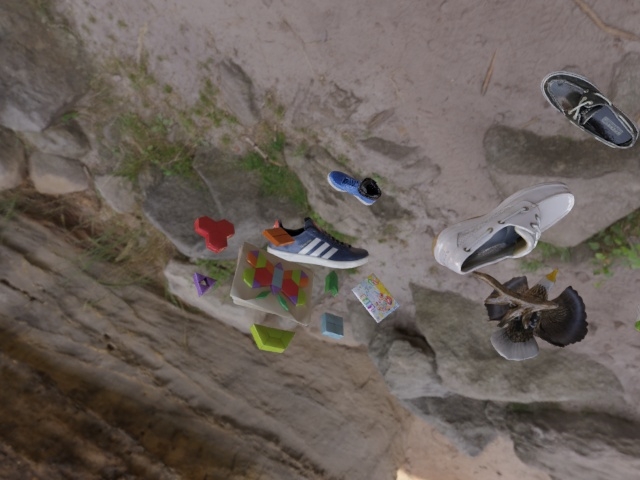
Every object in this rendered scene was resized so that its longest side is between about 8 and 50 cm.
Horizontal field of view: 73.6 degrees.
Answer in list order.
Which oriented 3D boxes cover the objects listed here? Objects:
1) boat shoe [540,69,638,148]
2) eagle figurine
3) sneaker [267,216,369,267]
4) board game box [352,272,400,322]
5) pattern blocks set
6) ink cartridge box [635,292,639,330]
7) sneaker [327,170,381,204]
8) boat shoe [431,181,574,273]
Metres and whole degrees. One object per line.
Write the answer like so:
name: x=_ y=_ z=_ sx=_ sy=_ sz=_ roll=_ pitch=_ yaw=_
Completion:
boat shoe: x=0.542 y=-0.267 z=0.864 sx=0.219 sy=0.070 sz=0.077 roll=42 pitch=131 yaw=12
eagle figurine: x=0.529 y=0.166 z=1.068 sx=0.225 sy=0.226 sz=0.298 roll=-29 pitch=153 yaw=23
sneaker: x=0.000 y=0.000 z=1.452 sx=0.351 sy=0.131 sz=0.147 roll=6 pitch=103 yaw=-6
board game box: x=0.204 y=0.211 z=1.582 sx=0.154 sy=0.103 sz=0.026 roll=51 pitch=-175 yaw=14
pattern blocks set: x=-0.093 y=0.084 z=0.860 sx=0.325 sy=0.285 sz=0.026 roll=13 pitch=140 yaw=-31
ink cartridge box: x=0.749 y=0.066 z=0.841 sx=0.097 sy=0.255 sz=0.188 roll=30 pitch=152 yaw=5
sneaker: x=0.096 y=-0.154 z=1.167 sx=0.152 sy=0.058 sz=0.084 roll=32 pitch=161 yaw=-8
boat shoe: x=0.339 y=-0.012 z=0.752 sx=0.098 sy=0.277 sz=0.096 roll=66 pitch=175 yaw=-33
